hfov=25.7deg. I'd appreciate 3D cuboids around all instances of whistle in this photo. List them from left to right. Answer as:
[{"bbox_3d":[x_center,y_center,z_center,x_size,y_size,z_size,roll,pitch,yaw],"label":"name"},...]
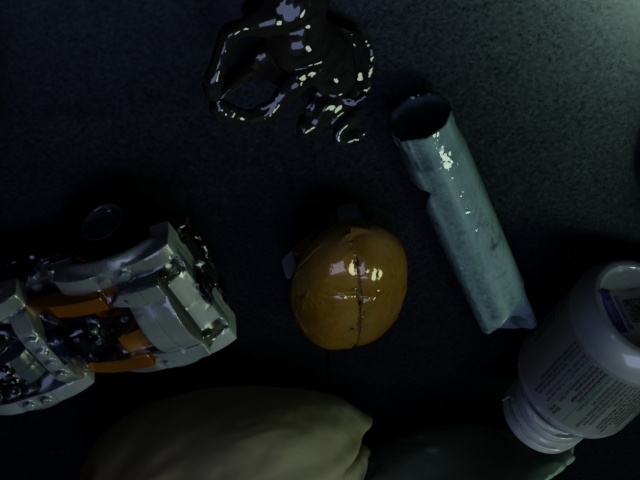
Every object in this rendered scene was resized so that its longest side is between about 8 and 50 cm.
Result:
[{"bbox_3d":[0.139,-0.011,1.320,0.062,0.062,0.312,-20,134,10],"label":"whistle"}]

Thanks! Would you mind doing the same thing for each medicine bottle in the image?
[{"bbox_3d":[0.274,0.127,1.424,0.135,0.135,0.215,9,141,-19],"label":"medicine bottle"}]

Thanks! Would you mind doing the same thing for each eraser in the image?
[{"bbox_3d":[0.000,0.000,1.328,0.019,0.027,0.099,21,128,-37],"label":"eraser"}]

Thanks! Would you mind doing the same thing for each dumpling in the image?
[{"bbox_3d":[0.104,0.327,1.560,0.270,0.212,0.320,-12,130,-50],"label":"dumpling"}]

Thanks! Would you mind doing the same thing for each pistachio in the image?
[{"bbox_3d":[-0.093,0.249,1.446,0.332,0.207,0.226,-17,-179,-13],"label":"pistachio"}]

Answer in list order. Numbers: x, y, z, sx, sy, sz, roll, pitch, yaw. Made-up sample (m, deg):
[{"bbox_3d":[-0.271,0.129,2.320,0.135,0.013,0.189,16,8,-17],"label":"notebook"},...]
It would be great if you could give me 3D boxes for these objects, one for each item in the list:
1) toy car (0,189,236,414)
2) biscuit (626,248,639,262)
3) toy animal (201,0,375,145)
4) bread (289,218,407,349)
[{"bbox_3d":[-0.234,0.076,1.302,0.301,0.118,0.193,-19,137,10],"label":"toy car"},{"bbox_3d":[0.356,0.049,1.449,0.102,0.019,0.130,-18,136,9],"label":"biscuit"},{"bbox_3d":[-0.036,-0.165,1.136,0.148,0.084,0.232,-24,134,-3],"label":"toy animal"},{"bbox_3d":[0.029,0.051,1.331,0.114,0.077,0.189,-23,148,-15],"label":"bread"}]
